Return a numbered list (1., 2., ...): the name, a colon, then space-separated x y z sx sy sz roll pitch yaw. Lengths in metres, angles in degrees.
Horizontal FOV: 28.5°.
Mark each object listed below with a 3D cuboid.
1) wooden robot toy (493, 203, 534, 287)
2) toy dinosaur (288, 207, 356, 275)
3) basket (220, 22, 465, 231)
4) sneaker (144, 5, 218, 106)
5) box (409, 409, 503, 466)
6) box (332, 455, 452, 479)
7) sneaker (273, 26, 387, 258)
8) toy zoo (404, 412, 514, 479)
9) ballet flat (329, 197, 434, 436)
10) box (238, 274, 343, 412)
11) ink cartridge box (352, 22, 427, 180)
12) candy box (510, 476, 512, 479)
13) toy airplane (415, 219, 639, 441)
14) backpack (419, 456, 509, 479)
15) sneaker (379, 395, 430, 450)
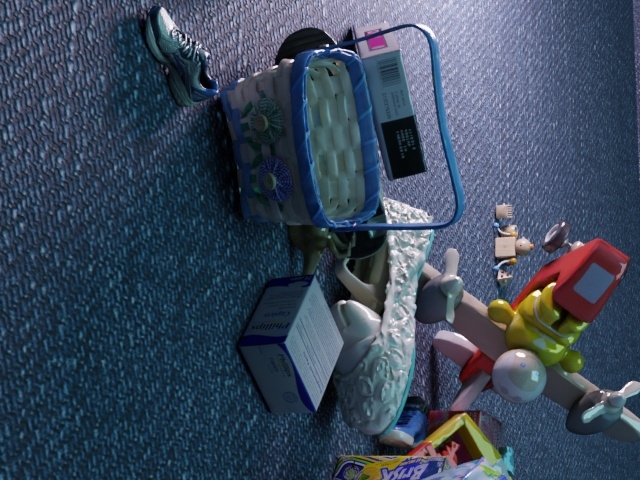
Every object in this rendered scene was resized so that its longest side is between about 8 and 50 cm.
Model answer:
1. wooden robot toy: 0.403 0.010 2.587 0.076 0.079 0.173 31 58 -59
2. toy dinosaur: 0.000 0.000 1.744 0.053 0.093 0.183 1 93 -79
3. basket: 0.031 -0.126 1.598 0.201 0.289 0.254 -23 103 -66
4. sneaker: -0.160 -0.223 1.492 0.135 0.058 0.052 64 33 -35
5. box: 0.223 0.415 2.075 0.122 0.128 0.256 37 53 -57
6. box: 0.106 0.345 1.798 0.059 0.169 0.054 62 34 -40
7. sneaker: 0.014 -0.147 1.799 0.146 0.122 0.330 -74 151 -71
8. toy zoo: 0.200 0.399 1.944 0.293 0.030 0.192 -33 95 -36
9. ballet flat: 0.068 0.097 1.857 0.147 0.147 0.409 60 32 -41
10. box: -0.037 0.137 1.658 0.137 0.072 0.126 -65 142 -47
11. ink cartridge box: 0.097 -0.219 1.865 0.371 0.069 0.175 -98 174 -73
12. candy box: 0.333 0.457 2.412 0.105 0.027 0.206 -72 146 -46
13. toy airplane: 0.323 0.178 2.064 0.272 0.386 0.384 -60 143 -54
14. backpack: 0.122 0.428 1.603 0.290 0.356 0.273 1 79 -64
15. sneaker: 0.134 0.285 1.994 0.152 0.058 0.084 33 61 -63
